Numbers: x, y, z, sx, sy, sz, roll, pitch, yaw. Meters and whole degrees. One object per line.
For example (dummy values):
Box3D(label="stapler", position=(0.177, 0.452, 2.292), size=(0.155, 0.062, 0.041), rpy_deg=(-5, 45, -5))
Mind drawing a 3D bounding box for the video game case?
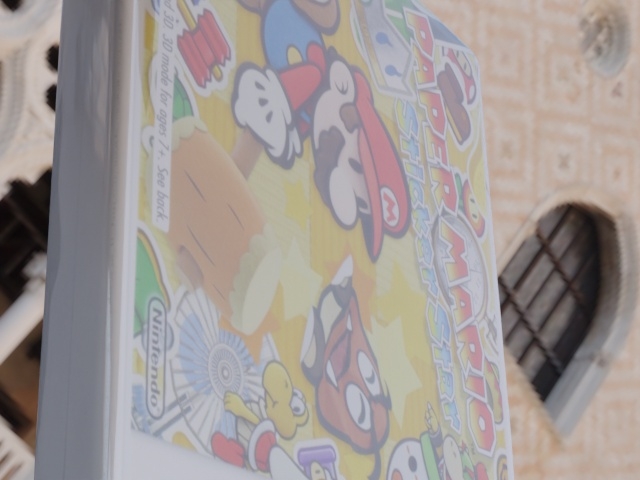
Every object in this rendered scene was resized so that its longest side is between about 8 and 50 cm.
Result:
Box3D(label="video game case", position=(0.000, 0.000, 0.410), size=(0.026, 0.227, 0.206), rpy_deg=(-17, -28, 29))
